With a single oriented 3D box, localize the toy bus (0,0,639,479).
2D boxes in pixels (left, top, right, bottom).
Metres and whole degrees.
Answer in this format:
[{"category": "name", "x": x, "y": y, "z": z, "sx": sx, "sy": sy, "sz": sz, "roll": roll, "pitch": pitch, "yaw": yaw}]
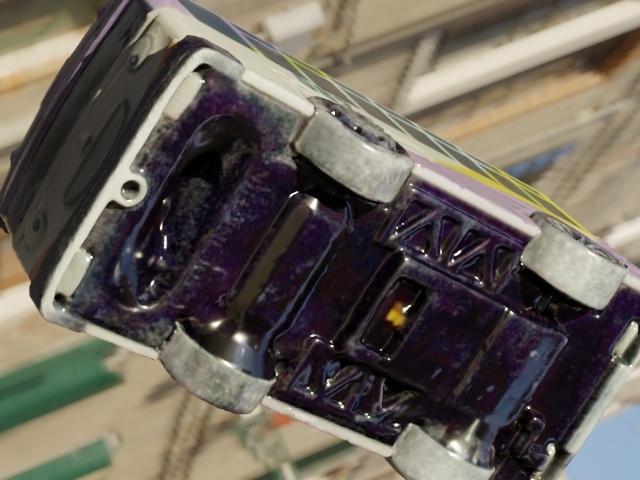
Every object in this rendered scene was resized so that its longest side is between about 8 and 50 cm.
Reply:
[{"category": "toy bus", "x": 0.000, "y": 0.000, "z": 1.330, "sx": 0.440, "sy": 0.209, "sz": 0.249, "roll": 25, "pitch": 13, "yaw": -34}]
